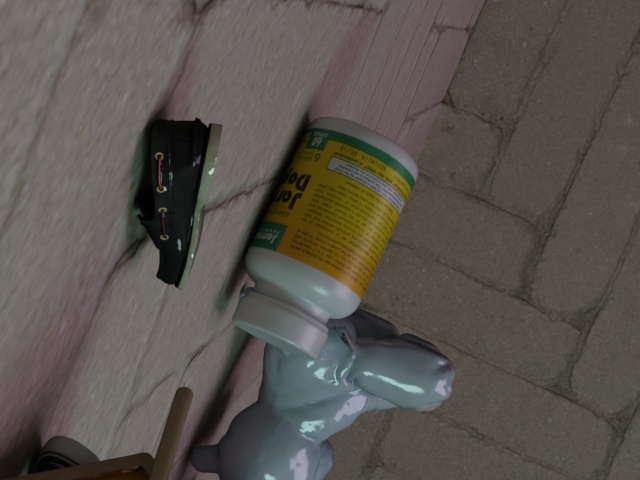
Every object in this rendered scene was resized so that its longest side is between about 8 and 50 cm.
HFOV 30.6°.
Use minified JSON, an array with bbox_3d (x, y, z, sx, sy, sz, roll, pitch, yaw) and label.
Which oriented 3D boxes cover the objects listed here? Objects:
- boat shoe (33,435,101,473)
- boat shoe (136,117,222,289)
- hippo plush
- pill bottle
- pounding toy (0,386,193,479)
[{"bbox_3d":[-0.163,0.174,0.727,0.040,0.049,0.142,-59,172,-43],"label":"boat shoe"},{"bbox_3d":[-0.087,-0.021,0.693,0.133,0.042,0.049,106,-10,-49],"label":"boat shoe"},{"bbox_3d":[0.003,0.196,1.288,0.294,0.234,0.237,-1,114,-83],"label":"hippo plush"},{"bbox_3d":[0.000,0.000,1.095,0.117,0.117,0.208,82,32,-77],"label":"pill bottle"},{"bbox_3d":[-0.112,0.167,0.641,0.141,0.130,0.100,-4,126,-40],"label":"pounding toy"}]
